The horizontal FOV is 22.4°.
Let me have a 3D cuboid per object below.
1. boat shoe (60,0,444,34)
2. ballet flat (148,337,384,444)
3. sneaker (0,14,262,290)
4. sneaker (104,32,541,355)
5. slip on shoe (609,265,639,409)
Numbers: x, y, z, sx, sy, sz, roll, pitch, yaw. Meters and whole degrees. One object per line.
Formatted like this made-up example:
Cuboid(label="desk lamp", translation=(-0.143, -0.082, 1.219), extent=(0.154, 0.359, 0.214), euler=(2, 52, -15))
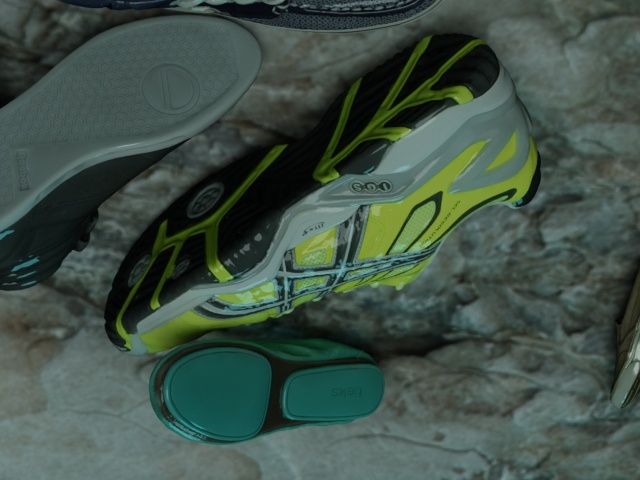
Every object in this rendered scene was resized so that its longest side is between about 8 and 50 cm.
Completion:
Cuboid(label="boat shoe", translation=(-0.064, -0.201, 1.156), extent=(0.341, 0.158, 0.127), euler=(6, 114, -4))
Cuboid(label="ballet flat", translation=(-0.058, 0.115, 1.287), extent=(0.247, 0.087, 0.083), euler=(4, 95, -45))
Cuboid(label="sneaker", translation=(-0.178, -0.067, 1.255), extent=(0.296, 0.147, 0.104), euler=(-33, 75, -16))
Cuboid(label="sneaker", translation=(0.000, 0.000, 1.259), extent=(0.385, 0.145, 0.147), euler=(-30, 122, 18))
Cuboid(label="slip on shoe", translation=(0.266, 0.078, 1.355), extent=(0.041, 0.051, 0.135), euler=(32, 125, 28))
